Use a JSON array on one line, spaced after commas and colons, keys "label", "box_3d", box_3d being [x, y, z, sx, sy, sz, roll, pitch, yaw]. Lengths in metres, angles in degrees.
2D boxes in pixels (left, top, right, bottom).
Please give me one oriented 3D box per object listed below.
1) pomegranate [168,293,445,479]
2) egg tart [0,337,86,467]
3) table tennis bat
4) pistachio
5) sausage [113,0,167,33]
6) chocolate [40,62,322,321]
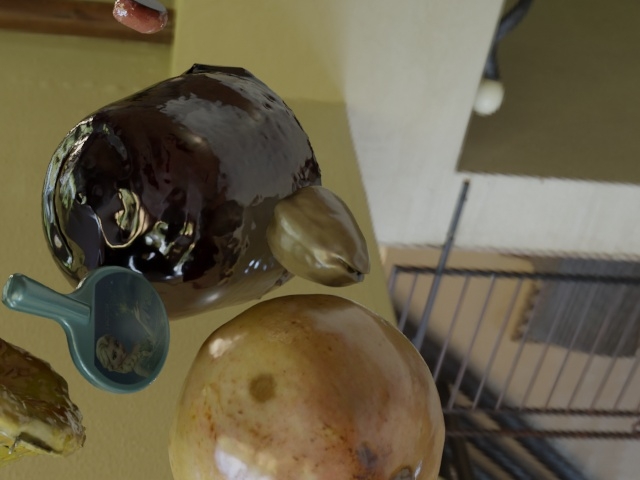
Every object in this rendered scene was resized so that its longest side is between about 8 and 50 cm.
[{"label": "pomegranate", "box_3d": [-0.002, 0.233, 1.156, 0.338, 0.338, 0.338, 8, -144, -6]}, {"label": "egg tart", "box_3d": [-0.426, 0.163, 1.153, 0.341, 0.132, 0.341, 32, 176, 3]}, {"label": "table tennis bat", "box_3d": [-0.257, 0.089, 1.161, 0.038, 0.237, 0.149, -10, -117, 36]}, {"label": "pistachio", "box_3d": [0.000, 0.000, 1.243, 0.126, 0.108, 0.185, 38, -174, -28]}, {"label": "sausage", "box_3d": [-0.309, -0.389, 1.760, 0.094, 0.054, 0.059, 17, -144, -32]}, {"label": "chocolate", "box_3d": [-0.223, -0.044, 1.447, 0.383, 0.384, 0.331, 32, -147, 26]}]
